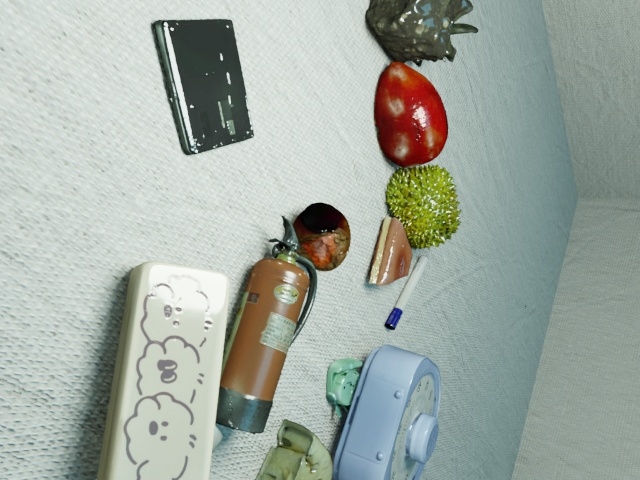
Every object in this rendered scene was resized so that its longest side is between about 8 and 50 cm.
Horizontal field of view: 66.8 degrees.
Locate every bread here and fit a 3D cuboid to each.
[{"bbox_3d":[0.185,0.047,1.275,0.119,0.067,0.192,36,65,-39],"label":"bread"}]

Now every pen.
[{"bbox_3d":[0.252,0.145,1.402,0.269,0.033,0.033,-56,134,-32],"label":"pen"}]

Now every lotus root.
[{"bbox_3d":[-0.062,0.496,0.973,0.138,0.119,0.235,44,59,-38],"label":"lotus root"}]

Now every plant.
[{"bbox_3d":[0.252,-0.532,1.203,0.276,0.199,0.188,13,87,-46],"label":"plant"}]

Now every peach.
[{"bbox_3d":[0.229,-0.316,1.221,0.159,0.154,0.267,-29,117,-45],"label":"peach"}]

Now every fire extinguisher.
[{"bbox_3d":[-0.096,0.156,0.920,0.200,0.113,0.376,67,39,-74],"label":"fire extinguisher"}]

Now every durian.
[{"bbox_3d":[0.287,-0.094,1.315,0.200,0.176,0.237,-37,112,-67],"label":"durian"}]

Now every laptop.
[{"bbox_3d":[-0.185,-0.258,0.806,0.154,0.026,0.207,-30,117,-47],"label":"laptop"}]

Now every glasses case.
[{"bbox_3d":[-0.224,0.204,0.707,0.144,0.076,0.336,12,75,-34],"label":"glasses case"}]

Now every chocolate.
[{"bbox_3d":[0.000,0.000,1.002,0.127,0.124,0.133,-41,155,-45],"label":"chocolate"}]

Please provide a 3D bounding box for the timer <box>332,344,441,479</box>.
[{"bbox_3d":[0.208,0.481,1.241,0.395,0.173,0.395,-22,116,-55],"label":"timer"}]

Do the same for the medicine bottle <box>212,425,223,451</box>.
[{"bbox_3d":[-0.224,0.352,0.783,0.130,0.080,0.080,-49,129,-38],"label":"medicine bottle"}]

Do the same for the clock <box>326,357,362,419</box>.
[{"bbox_3d":[0.058,0.355,1.171,0.101,0.041,0.135,2,93,-52],"label":"clock"}]
